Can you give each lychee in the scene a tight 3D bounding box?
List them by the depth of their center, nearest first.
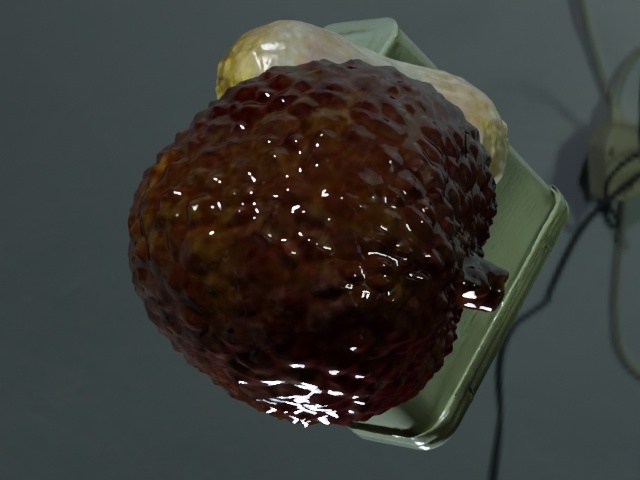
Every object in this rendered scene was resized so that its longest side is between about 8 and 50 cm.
[{"bbox_3d":[0.000,0.000,1.041,0.260,0.261,0.261,8,129,9],"label":"lychee"}]

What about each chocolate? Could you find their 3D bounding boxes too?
[{"bbox_3d":[0.047,-0.108,1.376,0.309,0.134,0.134,18,135,-31],"label":"chocolate"}]

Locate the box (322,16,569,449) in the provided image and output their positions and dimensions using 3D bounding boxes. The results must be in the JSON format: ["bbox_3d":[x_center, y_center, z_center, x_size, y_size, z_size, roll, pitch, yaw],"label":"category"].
[{"bbox_3d":[0.067,-0.009,1.692,0.177,0.352,0.344,4,146,51],"label":"box"}]
